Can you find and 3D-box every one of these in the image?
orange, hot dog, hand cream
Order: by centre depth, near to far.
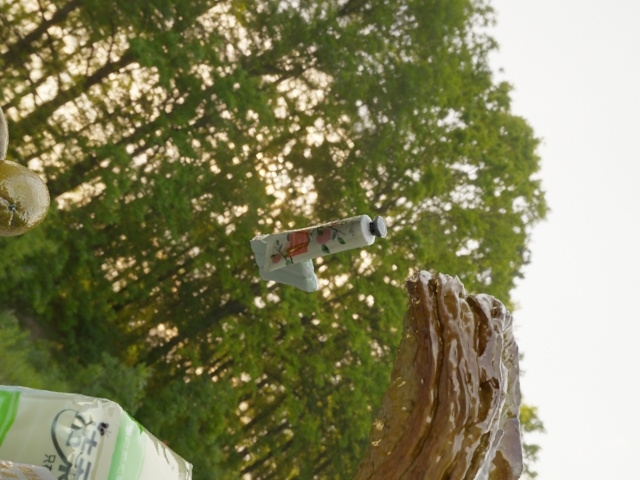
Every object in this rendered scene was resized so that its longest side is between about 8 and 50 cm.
[{"bbox_3d":[0.101,0.162,0.491,0.114,0.259,0.175,11,-15,29],"label":"hot dog"},{"bbox_3d":[-0.341,-0.044,0.655,0.095,0.085,0.085,33,-29,55],"label":"orange"},{"bbox_3d":[0.000,0.000,1.026,0.234,0.080,0.050,-14,-35,28],"label":"hand cream"}]

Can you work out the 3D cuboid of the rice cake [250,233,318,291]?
[{"bbox_3d":[-0.085,0.047,1.392,0.237,0.043,0.127,11,-58,55],"label":"rice cake"}]

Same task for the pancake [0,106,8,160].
[{"bbox_3d":[-0.479,-0.113,0.646,0.049,0.282,0.282,0,-54,37],"label":"pancake"}]

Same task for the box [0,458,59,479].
[{"bbox_3d":[-0.269,0.165,0.359,0.233,0.067,0.150,28,-21,-35],"label":"box"}]

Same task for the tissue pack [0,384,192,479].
[{"bbox_3d":[-0.299,0.408,0.660,0.331,0.205,0.404,84,10,-58],"label":"tissue pack"}]
